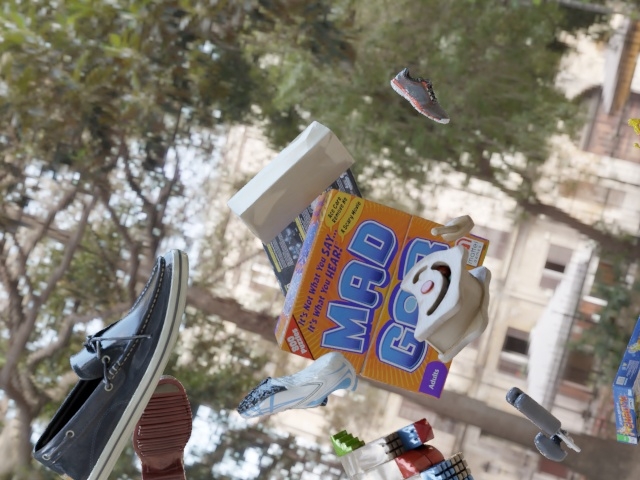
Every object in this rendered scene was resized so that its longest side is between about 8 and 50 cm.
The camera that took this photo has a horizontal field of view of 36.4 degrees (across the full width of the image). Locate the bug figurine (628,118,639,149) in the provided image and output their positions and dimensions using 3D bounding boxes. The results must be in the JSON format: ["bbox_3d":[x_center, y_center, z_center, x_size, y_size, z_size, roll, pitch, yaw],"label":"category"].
[{"bbox_3d":[0.812,-0.213,2.115,0.216,0.279,0.072,14,-99,-71],"label":"bug figurine"}]

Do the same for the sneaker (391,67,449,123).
[{"bbox_3d":[0.227,-0.318,2.120,0.065,0.158,0.061,-52,-9,18],"label":"sneaker"}]

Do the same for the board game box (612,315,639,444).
[{"bbox_3d":[0.549,0.231,1.671,0.201,0.035,0.136,-52,-42,-41],"label":"board game box"}]

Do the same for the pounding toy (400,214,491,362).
[{"bbox_3d":[0.194,0.070,1.707,0.154,0.155,0.269,-34,26,34],"label":"pounding toy"}]

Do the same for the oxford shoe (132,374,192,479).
[{"bbox_3d":[-0.345,0.411,2.087,0.130,0.123,0.348,-111,26,-55],"label":"oxford shoe"}]

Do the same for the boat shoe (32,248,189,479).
[{"bbox_3d":[-0.392,0.235,1.850,0.500,0.156,0.187,-63,17,3],"label":"boat shoe"}]

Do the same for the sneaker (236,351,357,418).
[{"bbox_3d":[-0.044,0.274,1.729,0.086,0.237,0.085,59,-159,-16],"label":"sneaker"}]

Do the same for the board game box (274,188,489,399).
[{"bbox_3d":[0.123,0.113,2.196,0.356,0.356,0.356,179,108,-86],"label":"board game box"}]

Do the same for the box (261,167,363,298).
[{"bbox_3d":[0.000,0.000,2.760,0.097,0.318,0.394,134,112,-88],"label":"box"}]

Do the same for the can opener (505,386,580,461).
[{"bbox_3d":[0.551,0.472,2.441,0.283,0.076,0.095,39,-91,-32],"label":"can opener"}]

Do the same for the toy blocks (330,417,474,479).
[{"bbox_3d":[0.213,0.535,2.046,0.191,0.261,0.381,-12,-107,-49],"label":"toy blocks"}]

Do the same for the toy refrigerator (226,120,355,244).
[{"bbox_3d":[-0.066,-0.127,2.119,0.269,0.094,0.102,-44,-57,-4],"label":"toy refrigerator"}]
